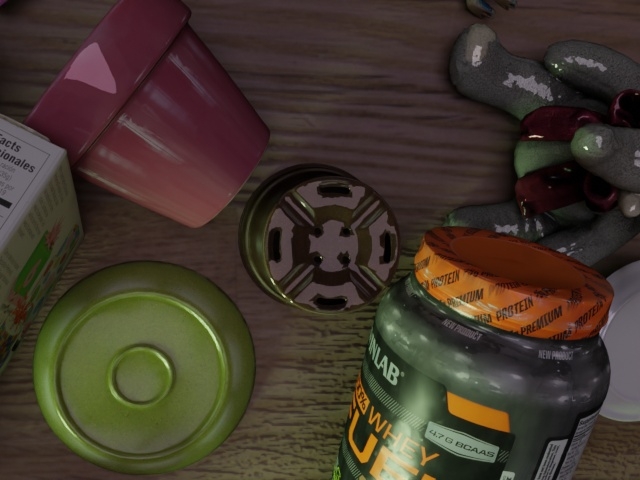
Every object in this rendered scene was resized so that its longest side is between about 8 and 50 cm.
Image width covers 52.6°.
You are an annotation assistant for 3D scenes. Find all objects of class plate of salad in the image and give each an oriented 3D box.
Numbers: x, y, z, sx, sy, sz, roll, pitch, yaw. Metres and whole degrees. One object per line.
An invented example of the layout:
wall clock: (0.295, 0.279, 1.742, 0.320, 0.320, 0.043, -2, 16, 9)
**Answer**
plate of salad: (0.374, 0.115, 0.759, 0.200, 0.048, 0.199, -3, 103, -14)

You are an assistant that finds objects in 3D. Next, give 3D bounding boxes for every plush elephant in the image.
plush elephant: (0.296, -0.071, 0.634, 0.330, 0.255, 0.271, 10, 92, -8)

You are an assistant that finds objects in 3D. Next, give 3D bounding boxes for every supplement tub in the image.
supplement tub: (0.130, 0.171, 0.600, 0.207, 0.207, 0.337, 10, 108, -7)

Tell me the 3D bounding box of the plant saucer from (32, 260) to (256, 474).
plant saucer: (-0.190, 0.142, 0.698, 0.241, 0.037, 0.240, 0, 93, -8)

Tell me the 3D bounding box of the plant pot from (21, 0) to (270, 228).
plant pot: (-0.156, -0.114, 0.620, 0.180, 0.201, 0.201, 39, 88, -22)

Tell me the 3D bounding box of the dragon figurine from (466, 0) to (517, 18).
dragon figurine: (0.165, -0.336, 0.684, 0.289, 0.085, 0.144, 23, 89, -15)

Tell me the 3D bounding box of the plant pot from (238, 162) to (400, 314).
plant pot: (0.000, 0.000, 0.649, 0.167, 0.165, 0.166, 0, 93, -6)

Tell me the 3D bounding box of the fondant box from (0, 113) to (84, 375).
fondant box: (-0.322, 0.081, 0.528, 0.096, 0.238, 0.330, 28, 68, -7)

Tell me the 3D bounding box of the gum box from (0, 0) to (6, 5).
gum box: (-0.296, -0.321, 0.617, 0.188, 0.107, 0.062, -42, 60, -3)
